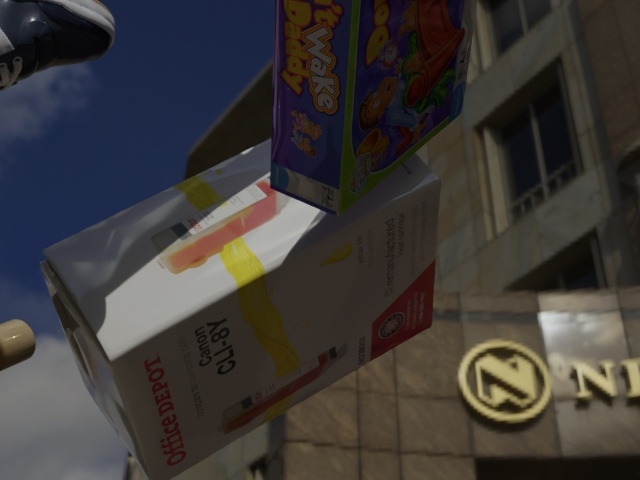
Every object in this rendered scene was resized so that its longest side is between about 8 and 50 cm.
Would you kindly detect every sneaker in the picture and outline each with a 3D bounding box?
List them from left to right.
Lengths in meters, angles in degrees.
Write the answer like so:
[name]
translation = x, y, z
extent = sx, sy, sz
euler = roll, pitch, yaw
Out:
[sneaker]
translation = -0.295, -0.126, 0.869
extent = 0.282, 0.153, 0.099
euler = 0, -22, -28

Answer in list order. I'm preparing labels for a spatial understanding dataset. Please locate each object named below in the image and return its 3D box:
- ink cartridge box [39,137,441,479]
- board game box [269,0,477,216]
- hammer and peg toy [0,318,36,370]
[ink cartridge box]
translation = -0.072, 0.059, 1.193
extent = 0.385, 0.160, 0.279
euler = -28, -34, -18
[board game box]
translation = 0.056, -0.225, 0.958
extent = 0.078, 0.233, 0.347
euler = 24, -48, 25
[hammer and peg toy]
translation = -0.575, 0.101, 1.493
extent = 0.361, 0.127, 0.266
euler = 40, -65, 15
